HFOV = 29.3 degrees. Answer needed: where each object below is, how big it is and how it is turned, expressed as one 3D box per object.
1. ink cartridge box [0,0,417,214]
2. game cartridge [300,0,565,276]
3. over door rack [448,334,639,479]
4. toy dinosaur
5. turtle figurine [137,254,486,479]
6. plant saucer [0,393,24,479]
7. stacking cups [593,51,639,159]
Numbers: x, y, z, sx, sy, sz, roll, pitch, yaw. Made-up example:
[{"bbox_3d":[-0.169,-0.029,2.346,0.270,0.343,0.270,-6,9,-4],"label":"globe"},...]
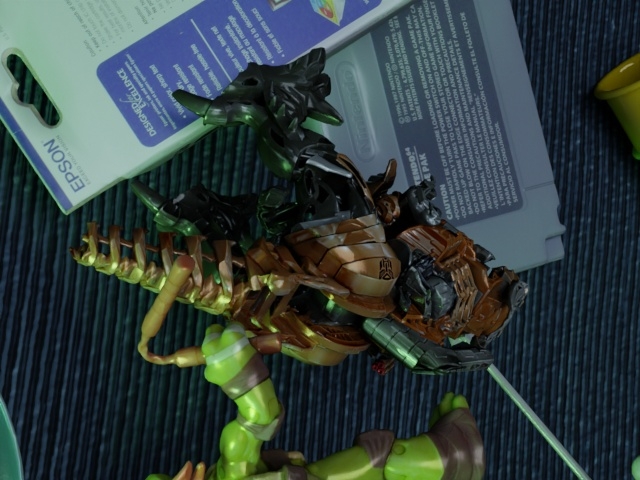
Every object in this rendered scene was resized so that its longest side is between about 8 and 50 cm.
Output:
[{"bbox_3d":[-0.077,-0.169,0.833,0.332,0.065,0.165,-33,93,-13],"label":"ink cartridge box"},{"bbox_3d":[0.072,-0.105,0.938,0.196,0.060,0.294,-14,91,-30],"label":"game cartridge"},{"bbox_3d":[0.101,0.200,0.806,0.239,0.108,0.324,-34,66,-25],"label":"over door rack"},{"bbox_3d":[0.000,0.000,0.754,0.164,0.218,0.322,-45,146,9],"label":"toy dinosaur"},{"bbox_3d":[-0.017,0.135,0.678,0.217,0.087,0.269,-1,113,-26],"label":"turtle figurine"},{"bbox_3d":[-0.336,0.163,0.714,0.317,0.043,0.318,3,82,-26],"label":"plant saucer"},{"bbox_3d":[0.346,-0.016,1.048,0.096,0.096,0.316,-37,104,-25],"label":"stacking cups"}]
